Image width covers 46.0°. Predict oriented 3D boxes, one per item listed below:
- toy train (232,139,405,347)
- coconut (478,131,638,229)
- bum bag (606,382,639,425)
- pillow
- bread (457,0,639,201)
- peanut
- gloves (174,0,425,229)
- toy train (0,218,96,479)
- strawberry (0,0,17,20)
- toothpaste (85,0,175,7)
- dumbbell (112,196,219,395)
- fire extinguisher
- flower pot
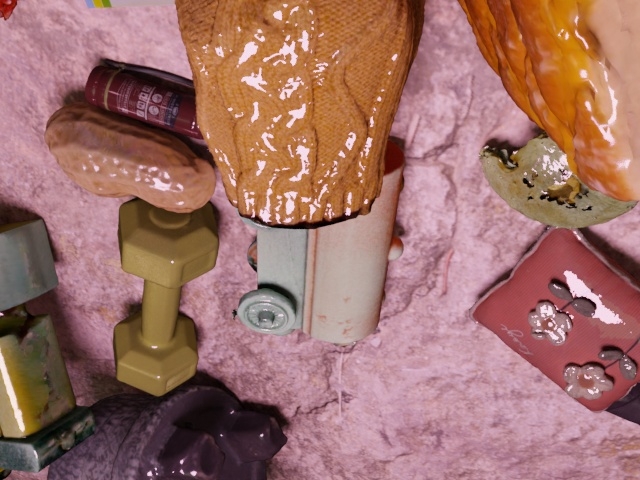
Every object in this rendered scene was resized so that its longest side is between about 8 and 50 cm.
[{"bbox_3d":[0.000,0.000,0.796,0.177,0.116,0.286,6,132,2],"label":"toy train"},{"bbox_3d":[0.229,-0.056,0.677,0.133,0.055,0.158,45,133,-17],"label":"coconut"},{"bbox_3d":[0.365,0.170,0.832,0.197,0.049,0.087,26,111,0],"label":"bum bag"},{"bbox_3d":[0.260,0.086,0.762,0.179,0.075,0.171,40,131,7],"label":"pillow"},{"bbox_3d":[0.160,-0.207,0.382,0.207,0.279,0.279,-24,121,10],"label":"bread"},{"bbox_3d":[-0.205,-0.085,0.806,0.194,0.094,0.083,25,173,3],"label":"peanut"},{"bbox_3d":[-0.008,-0.179,0.566,0.202,0.155,0.357,-2,111,-4],"label":"gloves"},{"bbox_3d":[-0.455,0.150,1.014,0.253,0.160,0.398,-5,102,28],"label":"toy train"},{"bbox_3d":[-0.318,-0.341,0.621,0.233,0.138,0.306,37,163,14],"label":"strawberry"},{"bbox_3d":[-0.146,-0.241,0.681,0.164,0.034,0.046,4,135,19],"label":"toothpaste"},{"bbox_3d":[-0.197,0.071,0.932,0.108,0.121,0.302,42,139,23],"label":"dumbbell"},{"bbox_3d":[-0.160,-0.138,0.774,0.158,0.043,0.064,18,92,6],"label":"fire extinguisher"},{"bbox_3d":[-0.213,0.361,1.068,0.282,0.299,0.299,-6,127,32],"label":"flower pot"}]
